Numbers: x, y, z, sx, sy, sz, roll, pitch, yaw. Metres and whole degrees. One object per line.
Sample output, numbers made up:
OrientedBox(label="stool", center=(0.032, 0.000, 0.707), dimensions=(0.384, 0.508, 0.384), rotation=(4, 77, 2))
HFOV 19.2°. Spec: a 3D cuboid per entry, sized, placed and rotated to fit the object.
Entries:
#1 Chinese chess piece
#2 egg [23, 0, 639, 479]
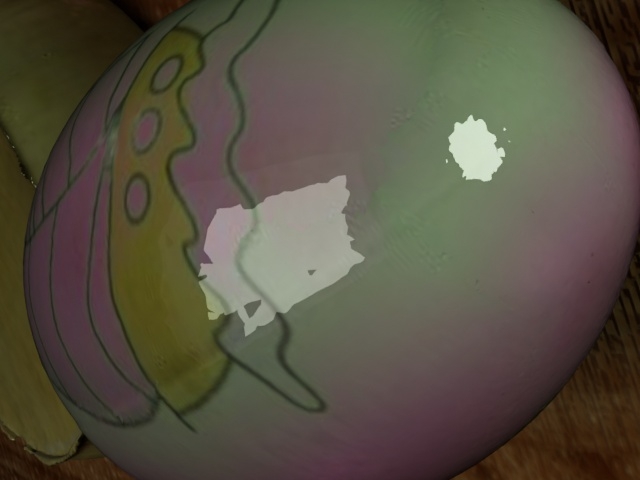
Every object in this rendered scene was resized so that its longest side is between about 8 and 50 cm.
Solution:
OrientedBox(label="Chinese chess piece", center=(-0.142, -0.010, 0.995), dimensions=(0.257, 0.104, 0.257), rotation=(41, 143, 41))
OrientedBox(label="egg", center=(0.000, 0.000, 0.655), dimensions=(0.196, 0.196, 0.271), rotation=(66, 162, 2))
